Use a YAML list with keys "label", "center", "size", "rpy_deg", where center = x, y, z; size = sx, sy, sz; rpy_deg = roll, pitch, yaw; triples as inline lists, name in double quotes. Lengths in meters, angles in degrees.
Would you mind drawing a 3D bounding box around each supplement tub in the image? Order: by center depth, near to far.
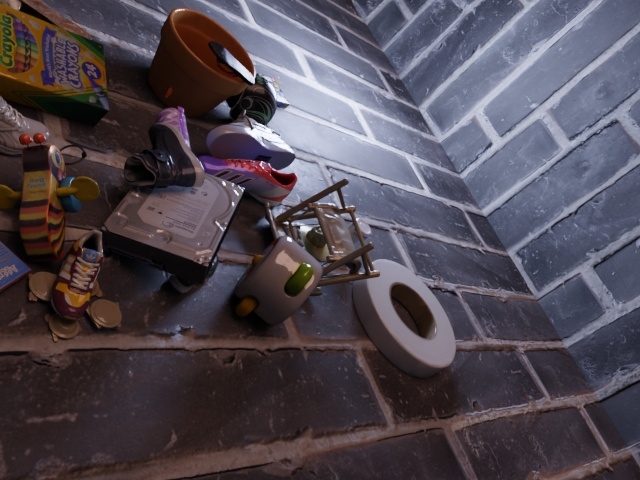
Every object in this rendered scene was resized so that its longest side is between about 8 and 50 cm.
- label: "supplement tub"
  center: [0.101, -0.013, 1.962]
  size: [0.071, 0.107, 0.071]
  rpy_deg: [33, 34, -25]

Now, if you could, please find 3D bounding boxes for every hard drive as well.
- label: "hard drive"
  center: [-0.325, -0.060, 1.426]
  size: [0.237, 0.064, 0.339]
  rpy_deg: [20, 35, -4]

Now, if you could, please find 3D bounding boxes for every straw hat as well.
- label: "straw hat"
  center: [-0.005, -0.012, 1.869]
  size: [0.144, 0.061, 0.144]
  rpy_deg: [33, 32, -24]

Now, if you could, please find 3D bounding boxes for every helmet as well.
- label: "helmet"
  center: [-0.216, -0.437, 1.979]
  size: [0.162, 0.169, 0.169]
  rpy_deg: [20, 40, -41]

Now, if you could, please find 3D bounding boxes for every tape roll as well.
- label: "tape roll"
  center: [0.262, 0.233, 1.924]
  size: [0.392, 0.072, 0.392]
  rpy_deg: [32, 34, -25]

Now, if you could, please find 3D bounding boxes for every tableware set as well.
- label: "tableware set"
  center: [-0.458, 0.115, 1.170]
  size: [0.169, 0.020, 0.141]
  rpy_deg: [-4, 56, -53]

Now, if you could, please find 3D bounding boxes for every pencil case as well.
- label: "pencil case"
  center: [-0.379, -0.255, 1.638]
  size: [0.086, 0.088, 0.206]
  rpy_deg: [17, 41, -45]

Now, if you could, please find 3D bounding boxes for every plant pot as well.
- label: "plant pot"
  center: [-0.365, -0.499, 1.826]
  size: [0.291, 0.203, 0.290]
  rpy_deg: [33, 34, -25]

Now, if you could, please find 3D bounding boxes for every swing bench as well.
- label: "swing bench"
  center: [0.000, 0.000, 1.722]
  size: [0.165, 0.255, 0.253]
  rpy_deg: [70, 2, -56]

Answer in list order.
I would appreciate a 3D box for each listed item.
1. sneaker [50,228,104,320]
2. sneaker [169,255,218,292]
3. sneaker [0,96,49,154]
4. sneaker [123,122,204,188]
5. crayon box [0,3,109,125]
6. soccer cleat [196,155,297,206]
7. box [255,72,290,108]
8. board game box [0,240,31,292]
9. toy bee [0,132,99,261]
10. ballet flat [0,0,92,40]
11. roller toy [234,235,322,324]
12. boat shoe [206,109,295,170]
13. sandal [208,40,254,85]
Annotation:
- label: "sneaker"
  center: [-0.443, 0.058, 1.151]
  size: [0.070, 0.084, 0.185]
  rpy_deg: [24, 36, -32]
- label: "sneaker"
  center: [-0.269, 0.059, 1.423]
  size: [0.065, 0.076, 0.166]
  rpy_deg: [47, 30, -4]
- label: "sneaker"
  center: [-0.645, -0.245, 1.246]
  size: [0.232, 0.115, 0.090]
  rpy_deg: [7, 49, -49]
- label: "sneaker"
  center: [-0.390, -0.200, 1.446]
  size: [0.163, 0.086, 0.226]
  rpy_deg: [-10, 45, -39]
- label: "crayon box"
  center: [-0.653, -0.405, 1.424]
  size: [0.323, 0.083, 0.203]
  rpy_deg: [11, 58, -46]
- label: "soccer cleat"
  center: [-0.207, -0.188, 1.753]
  size: [0.318, 0.116, 0.108]
  rpy_deg: [18, 41, -42]
- label: "box"
  center: [-0.179, -0.551, 2.306]
  size: [0.094, 0.027, 0.137]
  rpy_deg: [-1, 55, -54]
- label: "board game box"
  center: [-0.620, 0.066, 1.006]
  size: [0.145, 0.027, 0.281]
  rpy_deg: [44, 30, -4]
- label: "toy bee"
  center: [-0.538, -0.115, 1.192]
  size: [0.195, 0.162, 0.298]
  rpy_deg: [-24, 57, -13]
- label: "ballet flat"
  center: [-0.711, -0.542, 1.531]
  size: [0.316, 0.108, 0.106]
  rpy_deg: [27, 49, -32]
- label: "roller toy"
  center: [-0.106, 0.091, 1.488]
  size: [0.146, 0.209, 0.191]
  rpy_deg: [42, 20, -9]
- label: "boat shoe"
  center: [-0.222, -0.315, 1.868]
  size: [0.367, 0.136, 0.156]
  rpy_deg: [1, 54, -56]
- label: "sandal"
  center: [-0.249, -0.477, 1.717]
  size: [0.179, 0.040, 0.067]
  rpy_deg: [36, 35, -50]
